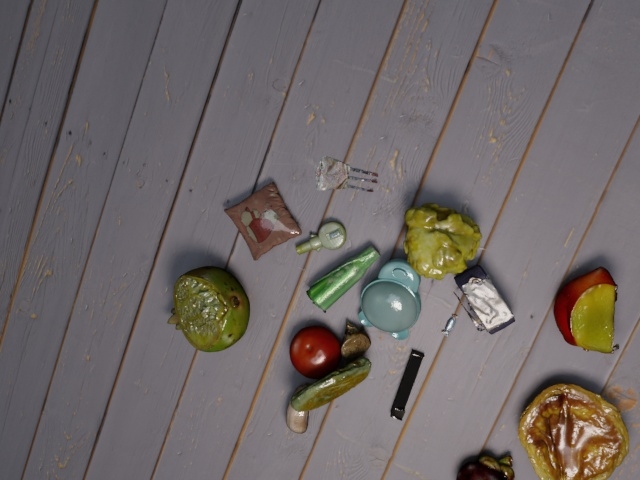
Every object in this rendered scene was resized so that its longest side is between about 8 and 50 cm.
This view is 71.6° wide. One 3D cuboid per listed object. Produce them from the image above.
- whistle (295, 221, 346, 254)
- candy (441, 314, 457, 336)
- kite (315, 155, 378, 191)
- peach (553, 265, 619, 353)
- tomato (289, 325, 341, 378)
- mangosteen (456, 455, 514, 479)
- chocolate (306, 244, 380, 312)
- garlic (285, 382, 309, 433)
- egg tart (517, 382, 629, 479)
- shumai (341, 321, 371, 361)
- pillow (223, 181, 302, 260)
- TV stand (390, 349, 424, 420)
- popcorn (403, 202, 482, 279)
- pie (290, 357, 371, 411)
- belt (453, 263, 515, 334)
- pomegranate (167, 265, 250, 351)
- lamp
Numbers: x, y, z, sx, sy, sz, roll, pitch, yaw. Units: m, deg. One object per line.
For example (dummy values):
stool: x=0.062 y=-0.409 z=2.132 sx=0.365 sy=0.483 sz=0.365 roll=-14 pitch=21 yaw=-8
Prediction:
whistle: x=0.000 y=0.000 z=1.613 sx=0.199 sy=0.057 sz=0.104 roll=-22 pitch=90 yaw=10
candy: x=0.457 y=0.300 z=1.573 sx=0.030 sy=0.020 sz=0.083 roll=24 pitch=98 yaw=6
kite: x=0.092 y=-0.222 z=1.601 sx=0.230 sy=0.016 sz=0.127 roll=15 pitch=101 yaw=12
peach: x=0.839 y=0.213 z=1.423 sx=0.154 sy=0.159 sz=0.267 roll=-1 pitch=97 yaw=0
tomato: x=-0.021 y=0.400 z=1.596 sx=0.195 sy=0.136 sz=0.195 roll=-5 pitch=68 yaw=13
mangosteen: x=0.578 y=0.830 z=1.526 sx=0.194 sy=0.194 sz=0.230 roll=33 pitch=75 yaw=6
chocolate: x=0.089 y=0.127 z=1.590 sx=0.291 sy=0.110 sz=0.110 roll=-41 pitch=87 yaw=8
garlic: x=-0.081 y=0.642 z=1.661 sx=0.087 sy=0.101 sz=0.195 roll=5 pitch=96 yaw=12
egg tart: x=0.824 y=0.637 z=1.467 sx=0.340 sy=0.153 sz=0.351 roll=-34 pitch=88 yaw=11
shumai: x=0.117 y=0.374 z=1.602 sx=0.139 sy=0.105 sz=0.123 roll=41 pitch=87 yaw=-27
pillow: x=-0.212 y=-0.070 z=1.633 sx=0.223 sy=0.084 sz=0.236 roll=-32 pitch=86 yaw=13
TV stand: x=0.315 y=0.525 z=1.609 sx=0.049 sy=0.040 sz=0.256 roll=19 pitch=98 yaw=8
popcorn: x=0.400 y=0.000 z=1.464 sx=0.235 sy=0.250 sz=0.241 roll=12 pitch=99 yaw=48
pie: x=0.036 y=0.497 z=1.531 sx=0.323 sy=0.323 sz=0.070 roll=-36 pitch=64 yaw=11
belt: x=0.540 y=0.203 z=1.489 sx=0.126 sy=0.139 sz=0.230 roll=-32 pitch=91 yaw=11
pomegranate: x=-0.406 y=0.249 z=1.647 sx=0.359 sy=0.216 sz=0.309 roll=-20 pitch=91 yaw=42
lamp: x=0.251 y=0.198 z=1.538 sx=0.210 sy=0.147 sz=0.283 roll=21 pitch=97 yaw=13
